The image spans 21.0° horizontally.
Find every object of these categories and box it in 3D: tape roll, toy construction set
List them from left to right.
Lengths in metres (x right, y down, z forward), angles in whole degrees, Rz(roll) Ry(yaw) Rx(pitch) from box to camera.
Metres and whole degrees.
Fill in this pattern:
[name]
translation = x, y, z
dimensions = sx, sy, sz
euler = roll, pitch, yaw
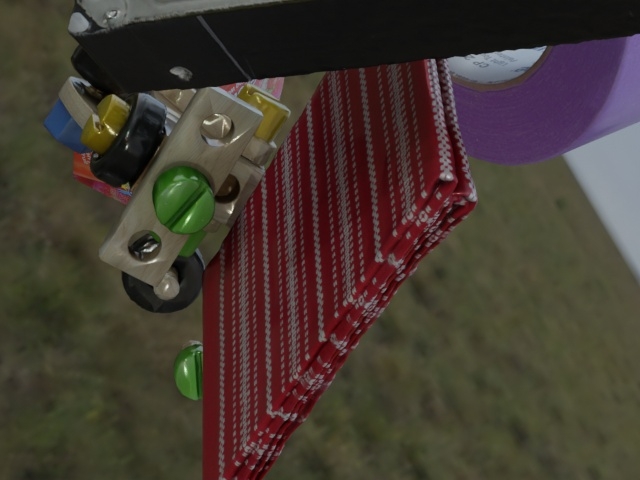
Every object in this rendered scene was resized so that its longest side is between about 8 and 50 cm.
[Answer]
[toy construction set]
translation = -0.017, -0.053, 1.087
dimensions = 0.257, 0.309, 0.237
euler = 57, 2, -16
[tape roll]
translation = 0.102, -0.183, 0.928
dimensions = 0.275, 0.090, 0.274
euler = 39, -39, 40

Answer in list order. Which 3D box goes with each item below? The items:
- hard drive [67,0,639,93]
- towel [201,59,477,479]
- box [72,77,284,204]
[hard drive]
translation = 0.066, -0.191, 0.736
dimensions = 0.064, 0.339, 0.236
euler = 50, 43, -55
[towel]
translation = 0.000, 0.000, 0.932
dimensions = 0.031, 0.275, 0.199
euler = 18, 39, -20
[box]
translation = -0.145, -0.153, 1.852
dimensions = 0.123, 0.128, 0.257
euler = 27, 44, 14
